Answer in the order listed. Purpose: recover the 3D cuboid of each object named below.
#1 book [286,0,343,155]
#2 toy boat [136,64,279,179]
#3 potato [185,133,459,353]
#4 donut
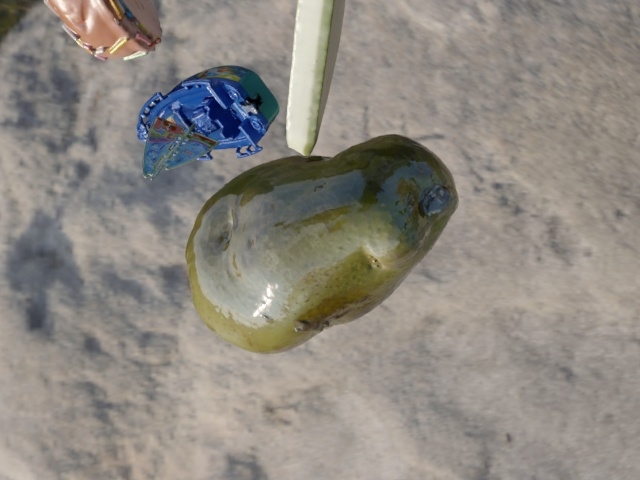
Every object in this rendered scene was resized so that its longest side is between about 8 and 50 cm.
[{"bbox_3d":[0.014,-0.275,1.078,0.035,0.239,0.352,9,129,3],"label":"book"},{"bbox_3d":[-0.126,-0.097,1.190,0.175,0.091,0.110,-4,41,50],"label":"toy boat"},{"bbox_3d":[0.000,-0.004,1.442,0.351,0.218,0.202,-22,97,39],"label":"potato"},{"bbox_3d":[-0.269,-0.298,1.537,0.085,0.233,0.199,-30,66,8],"label":"donut"}]
